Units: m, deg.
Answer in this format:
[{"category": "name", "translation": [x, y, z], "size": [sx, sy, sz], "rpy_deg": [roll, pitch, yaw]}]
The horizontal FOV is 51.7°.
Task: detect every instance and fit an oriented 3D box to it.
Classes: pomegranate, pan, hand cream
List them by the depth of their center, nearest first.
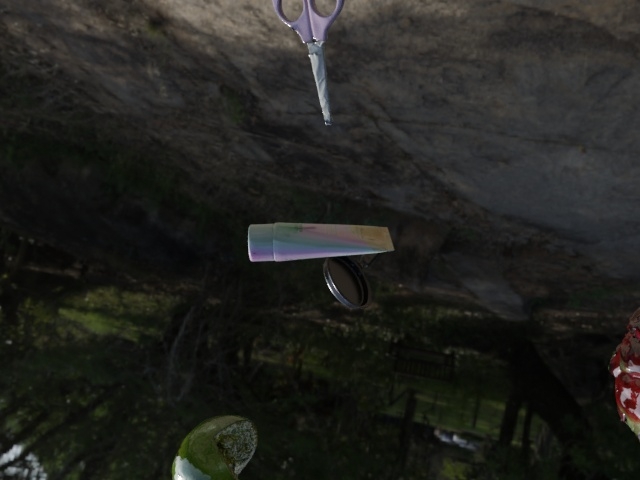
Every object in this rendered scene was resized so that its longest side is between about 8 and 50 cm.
[{"category": "hand cream", "translation": [0.000, 0.000, 0.815], "size": [0.174, 0.047, 0.076], "rpy_deg": [-1, -157, 0]}, {"category": "pomegranate", "translation": [-0.153, 0.342, 0.957], "size": [0.123, 0.169, 0.143], "rpy_deg": [-1, 151, -2]}, {"category": "pan", "translation": [0.075, 0.064, 1.394], "size": [0.028, 0.136, 0.235], "rpy_deg": [-34, -177, 32]}]

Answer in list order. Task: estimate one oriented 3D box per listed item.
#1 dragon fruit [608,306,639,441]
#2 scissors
[{"category": "dragon fruit", "translation": [0.652, 0.239, 1.111], "size": [0.329, 0.329, 0.329], "rpy_deg": [10, 169, 2]}, {"category": "scissors", "translation": [-0.004, -0.268, 0.934], "size": [0.110, 0.212, 0.021], "rpy_deg": [0, -156, 28]}]
